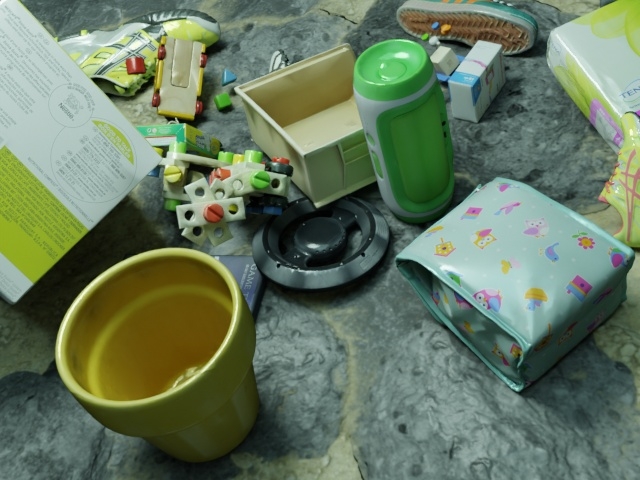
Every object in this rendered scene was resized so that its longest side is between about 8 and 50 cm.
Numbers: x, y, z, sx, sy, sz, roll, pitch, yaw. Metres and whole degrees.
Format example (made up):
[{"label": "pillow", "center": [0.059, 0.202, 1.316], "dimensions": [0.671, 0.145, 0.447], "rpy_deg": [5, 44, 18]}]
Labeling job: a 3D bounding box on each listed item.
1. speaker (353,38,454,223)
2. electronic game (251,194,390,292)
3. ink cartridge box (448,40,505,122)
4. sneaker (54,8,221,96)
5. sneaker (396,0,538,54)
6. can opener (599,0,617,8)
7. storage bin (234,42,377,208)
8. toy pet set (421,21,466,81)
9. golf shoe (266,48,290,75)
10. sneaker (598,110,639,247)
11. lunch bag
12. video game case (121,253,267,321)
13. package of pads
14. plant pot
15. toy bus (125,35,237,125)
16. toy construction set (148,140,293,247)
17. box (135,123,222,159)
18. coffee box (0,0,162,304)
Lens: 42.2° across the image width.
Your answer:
[{"label": "speaker", "center": [0.135, -0.163, 1.300], "dimensions": [0.131, 0.296, 0.131], "rpy_deg": [-9, 48, 10]}, {"label": "electronic game", "center": [0.000, 0.000, 1.370], "dimensions": [0.229, 0.048, 0.229], "rpy_deg": [-6, 42, 6]}, {"label": "ink cartridge box", "center": [0.285, -0.289, 1.505], "dimensions": [0.052, 0.088, 0.122], "rpy_deg": [18, 57, 30]}, {"label": "sneaker", "center": [-0.398, -0.392, 1.813], "dimensions": [0.385, 0.145, 0.147], "rpy_deg": [-16, 78, 0]}, {"label": "sneaker", "center": [0.301, -0.453, 1.632], "dimensions": [0.302, 0.108, 0.121], "rpy_deg": [22, 64, 34]}, {"label": "can opener", "center": [0.670, -0.489, 1.564], "dimensions": [0.280, 0.093, 0.074], "rpy_deg": [-6, 49, 19]}, {"label": "storage bin", "center": [0.029, -0.215, 1.473], "dimensions": [0.260, 0.123, 0.262], "rpy_deg": [-26, 43, -17]}, {"label": "toy pet set", "center": [0.230, -0.347, 1.597], "dimensions": [0.122, 0.065, 0.114], "rpy_deg": [-48, 34, -5]}, {"label": "golf shoe", "center": [-0.094, -0.309, 1.656], "dimensions": [0.094, 0.077, 0.198], "rpy_deg": [-16, 46, 4]}, {"label": "sneaker", "center": [0.455, -0.086, 1.227], "dimensions": [0.094, 0.081, 0.208], "rpy_deg": [-8, 88, 30]}, {"label": "lunch bag", "center": [0.264, 0.043, 1.176], "dimensions": [0.223, 0.160, 0.262], "rpy_deg": [-38, 55, -15]}, {"label": "video game case", "center": [-0.232, 0.104, 1.371], "dimensions": [0.274, 0.026, 0.196], "rpy_deg": [1, 50, 17]}, {"label": "package of pads", "center": [0.535, -0.264, 1.361], "dimensions": [0.229, 0.101, 0.296], "rpy_deg": [-24, 61, -4]}, {"label": "plant pot", "center": [-0.194, 0.178, 1.146], "dimensions": [0.254, 0.239, 0.254], "rpy_deg": [-9, 48, 11]}, {"label": "toy bus", "center": [-0.294, -0.313, 1.702], "dimensions": [0.202, 0.191, 0.104], "rpy_deg": [-39, 6, -18]}, {"label": "toy construction set", "center": [-0.172, -0.091, 1.372], "dimensions": [0.215, 0.151, 0.328], "rpy_deg": [9, 12, -22]}, {"label": "box", "center": [-0.260, -0.179, 1.552], "dimensions": [0.105, 0.179, 0.043], "rpy_deg": [-1, 87, 17]}, {"label": "coffee box", "center": [-0.524, -0.135, 1.362], "dimensions": [0.334, 0.338, 0.338], "rpy_deg": [-48, 20, -19]}]
